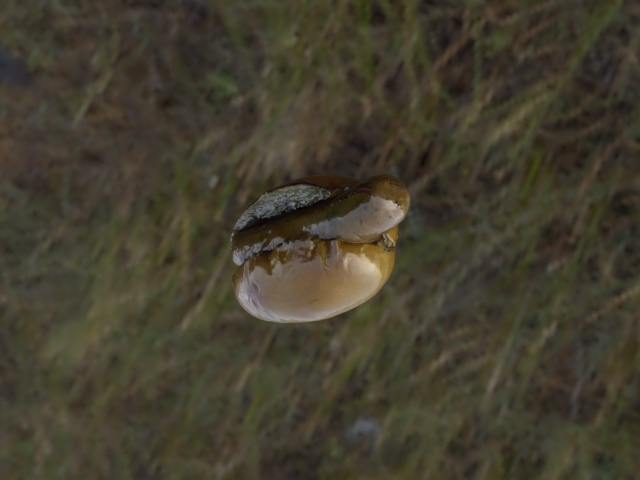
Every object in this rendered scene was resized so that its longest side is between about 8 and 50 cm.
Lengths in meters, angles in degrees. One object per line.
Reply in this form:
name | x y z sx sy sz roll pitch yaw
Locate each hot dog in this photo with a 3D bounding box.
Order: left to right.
hot dog | -0.001 0.002 1.061 0.140 0.090 0.060 -4 153 39
